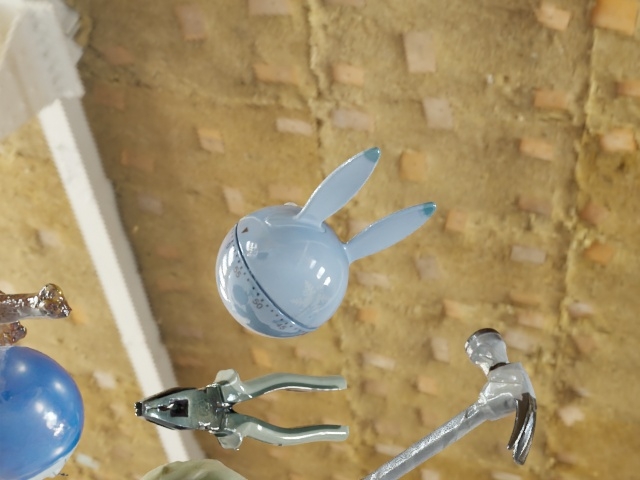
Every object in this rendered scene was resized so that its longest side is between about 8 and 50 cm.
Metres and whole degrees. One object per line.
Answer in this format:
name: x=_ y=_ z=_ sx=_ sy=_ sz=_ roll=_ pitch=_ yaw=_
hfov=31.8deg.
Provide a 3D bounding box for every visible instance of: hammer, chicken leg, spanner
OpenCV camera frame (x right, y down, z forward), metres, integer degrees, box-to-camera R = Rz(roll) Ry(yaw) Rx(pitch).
hammer: x=0.055 y=0.266 z=1.253 sx=0.427 sy=0.152 sz=0.044 roll=-35 pitch=-46 yaw=14
chicken leg: x=-0.531 y=0.129 z=1.828 sx=0.158 sy=0.096 sz=0.407 roll=17 pitch=-22 yaw=-30
spanner: x=-0.086 y=0.205 z=1.359 sx=0.324 sy=0.096 sz=0.040 roll=8 pitch=-16 yaw=-43

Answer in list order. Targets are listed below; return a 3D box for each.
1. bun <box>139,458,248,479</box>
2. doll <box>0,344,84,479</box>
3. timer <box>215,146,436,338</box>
bun: x=-0.184 y=0.426 z=1.563 sx=0.272 sy=0.273 sz=0.168 roll=6 pitch=-33 yaw=20
doll: x=-0.377 y=0.230 z=1.233 sx=0.215 sy=0.257 sz=0.161 roll=14 pitch=-46 yaw=56
timer: x=-0.014 y=-0.002 z=1.325 sx=0.175 sy=0.255 sz=0.175 roll=39 pitch=0 yaw=0
